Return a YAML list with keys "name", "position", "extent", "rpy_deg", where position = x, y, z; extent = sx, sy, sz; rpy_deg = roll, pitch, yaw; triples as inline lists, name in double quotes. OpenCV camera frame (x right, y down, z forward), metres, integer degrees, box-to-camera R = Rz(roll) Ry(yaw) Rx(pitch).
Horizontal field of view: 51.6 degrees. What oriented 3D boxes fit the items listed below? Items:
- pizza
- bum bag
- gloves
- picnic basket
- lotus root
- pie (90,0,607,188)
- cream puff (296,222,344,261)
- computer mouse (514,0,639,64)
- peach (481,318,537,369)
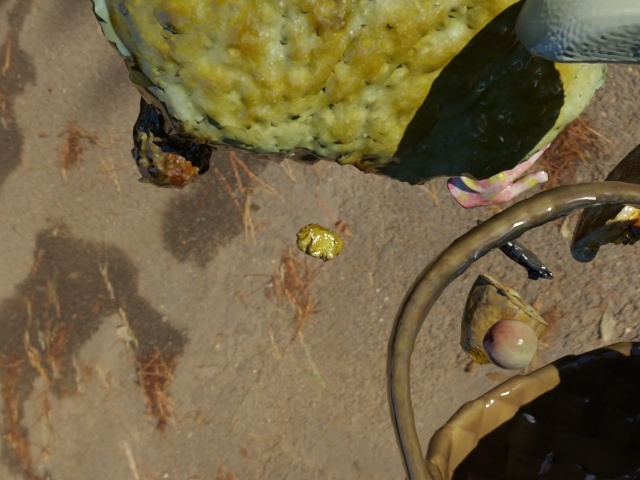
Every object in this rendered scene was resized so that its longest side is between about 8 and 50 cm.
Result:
- name: "pizza"
  position: [0.374, -0.068, 0.740]
  extent: [0.058, 0.127, 0.246]
  rpy_deg: [40, 87, -6]
- name: "bum bag"
  position: [0.400, 0.024, 1.381]
  extent: [0.197, 0.087, 0.049]
  rpy_deg: [38, 104, 3]
- name: "gloves"
  position: [0.411, -0.168, 1.501]
  extent: [0.241, 0.126, 0.145]
  rpy_deg: [-41, 58, 37]
- name: "picnic basket"
  position: [0.187, 0.120, 0.464]
  extent: [0.292, 0.337, 0.337]
  rpy_deg: [-26, 74, -3]
- name: "lotus root"
  position: [0.396, 0.189, 1.545]
  extent: [0.180, 0.188, 0.199]
  rpy_deg: [-53, 34, 14]
- name: "pie"
  position: [0.034, -0.214, 0.505]
  extent: [0.181, 0.417, 0.395]
  rpy_deg: [-94, 0, -45]
- name: "cream puff"
  position: [0.000, 0.000, 1.181]
  extent: [0.083, 0.083, 0.058]
  rpy_deg: [41, 128, 19]
- name: "computer mouse"
  position: [0.208, -0.142, 0.390]
  extent: [0.181, 0.056, 0.089]
  rpy_deg: [14, 60, 25]
- name: "peach"
  position: [0.290, 0.158, 1.016]
  extent: [0.083, 0.083, 0.083]
  rpy_deg: [2, 93, 36]
